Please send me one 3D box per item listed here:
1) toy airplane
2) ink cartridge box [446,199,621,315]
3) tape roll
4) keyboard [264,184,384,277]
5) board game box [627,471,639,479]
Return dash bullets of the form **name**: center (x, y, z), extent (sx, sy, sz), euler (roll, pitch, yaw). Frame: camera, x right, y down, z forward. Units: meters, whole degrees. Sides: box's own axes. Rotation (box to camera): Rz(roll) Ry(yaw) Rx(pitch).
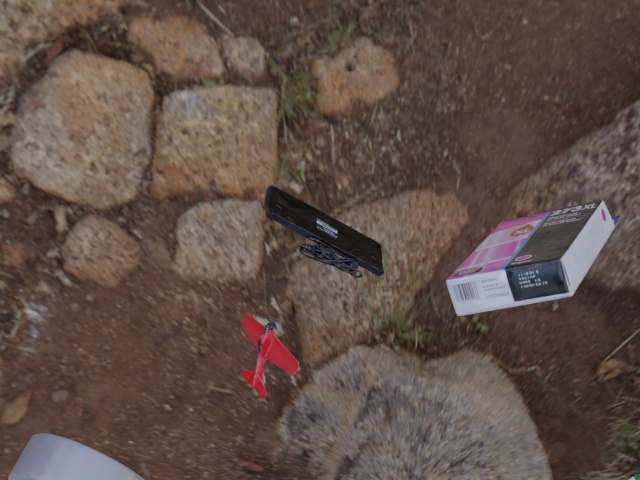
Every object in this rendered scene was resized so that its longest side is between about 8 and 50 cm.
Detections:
- **toy airplane**: center (-0.092, 0.185, 1.657), extent (0.028, 0.151, 0.151), euler (-13, 72, -36)
- **ink cartridge box**: center (0.337, 0.011, 1.597), extent (0.175, 0.371, 0.069), euler (-13, 100, 30)
- **tape roll**: center (-0.355, 0.376, 1.574), extent (0.219, 0.219, 0.072), euler (20, 61, 9)
- **keyboard**: center (0.000, 0.000, 1.447), extent (0.192, 0.100, 0.038), euler (28, 120, -16)
- **board game box**: center (0.593, 0.526, 1.788), extent (0.136, 0.030, 0.260), euler (-43, 51, 24)
